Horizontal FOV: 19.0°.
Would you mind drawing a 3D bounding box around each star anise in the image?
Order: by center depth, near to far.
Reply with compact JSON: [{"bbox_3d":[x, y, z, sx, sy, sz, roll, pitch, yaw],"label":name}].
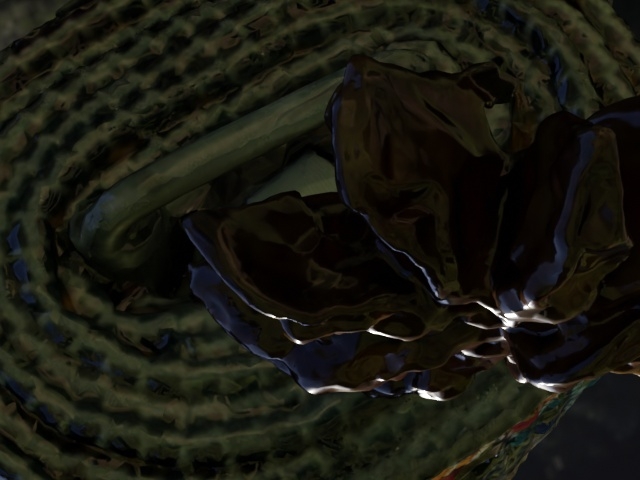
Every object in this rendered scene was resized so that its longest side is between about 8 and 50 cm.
[{"bbox_3d":[0.068,-0.006,0.460,0.177,0.234,0.073,6,-116,-32],"label":"star anise"}]

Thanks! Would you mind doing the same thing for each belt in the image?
[{"bbox_3d":[0.000,0.000,0.653,0.160,0.295,0.206,90,154,-65],"label":"belt"}]
